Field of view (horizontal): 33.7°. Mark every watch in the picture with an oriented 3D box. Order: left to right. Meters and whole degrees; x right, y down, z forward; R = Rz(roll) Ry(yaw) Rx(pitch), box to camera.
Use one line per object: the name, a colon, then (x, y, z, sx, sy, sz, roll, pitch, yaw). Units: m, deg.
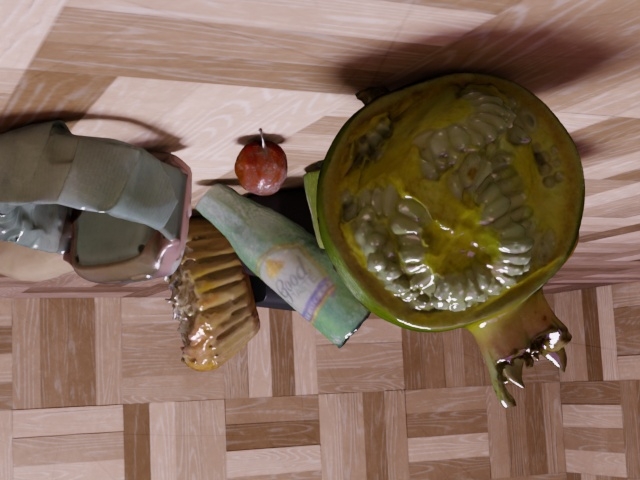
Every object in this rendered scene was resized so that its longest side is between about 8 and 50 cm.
watch: (-0.281, -0.046, 1.218, 0.253, 0.162, 0.241, -10, 162, 41)

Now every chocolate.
chocolate: (-0.050, 0.025, 1.501, 0.291, 0.110, 0.110, 39, 171, 1)

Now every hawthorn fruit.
hawthorn fruit: (-0.068, -0.100, 1.246, 0.067, 0.067, 0.103, -1, 141, -13)

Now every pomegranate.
pomegranate: (0.139, -0.005, 1.031, 0.260, 0.340, 0.260, -23, -177, 1)

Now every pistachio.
pistachio: (-0.412, -0.007, 1.531, 0.223, 0.126, 0.152, 1, 136, 25)

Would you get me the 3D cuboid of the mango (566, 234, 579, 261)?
mango: (0.203, -0.048, 1.351, 0.176, 0.175, 0.329, -31, 141, 24)

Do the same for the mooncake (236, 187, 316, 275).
mooncake: (0.000, 0.000, 1.675, 0.283, 0.141, 0.283, -1, 170, 0)

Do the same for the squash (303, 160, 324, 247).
squash: (0.058, -0.047, 1.445, 0.170, 0.123, 0.170, 3, 175, 0)

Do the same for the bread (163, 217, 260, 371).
bread: (-0.191, 0.087, 1.803, 0.149, 0.274, 0.274, -10, 174, -10)

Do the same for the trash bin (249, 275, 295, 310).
trash bin: (-0.035, 0.049, 1.943, 0.225, 0.165, 0.115, 6, 169, -36)
